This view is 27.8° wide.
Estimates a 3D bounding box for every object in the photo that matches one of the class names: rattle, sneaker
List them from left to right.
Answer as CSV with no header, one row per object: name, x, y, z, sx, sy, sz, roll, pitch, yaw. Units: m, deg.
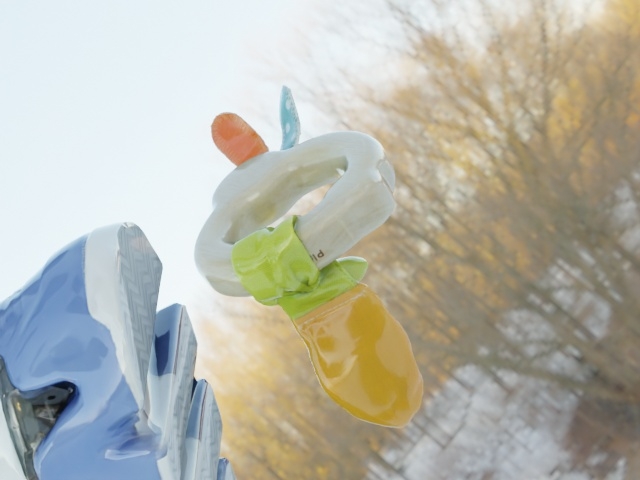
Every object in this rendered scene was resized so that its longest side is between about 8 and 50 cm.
sneaker,-0.109,0.155,0.493,0.182,0.316,0.127,-14,20,7
rattle,0.000,0.000,0.774,0.130,0.142,0.199,-52,23,1
